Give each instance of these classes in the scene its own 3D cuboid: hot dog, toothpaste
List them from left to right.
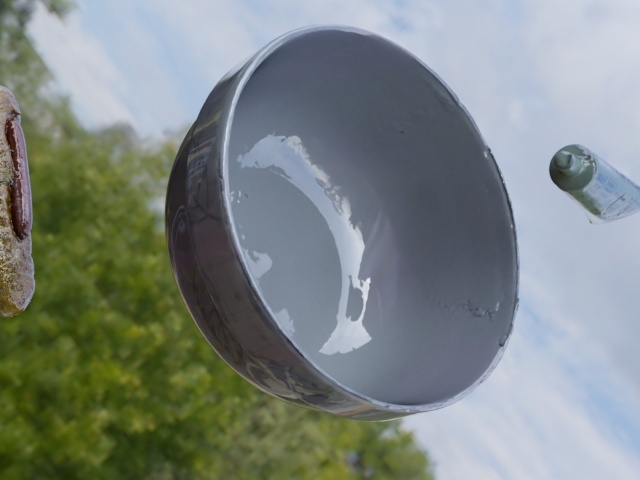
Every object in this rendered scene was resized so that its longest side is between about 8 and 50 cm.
[{"bbox_3d":[-0.282,-0.040,1.425,0.066,0.047,0.216,37,43,-70],"label":"hot dog"},{"bbox_3d":[0.279,-0.052,1.603,0.047,0.069,0.268,48,10,24],"label":"toothpaste"}]

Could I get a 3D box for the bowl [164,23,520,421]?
[{"bbox_3d":[0.000,0.000,1.165,0.143,0.287,0.287,-24,-76,45],"label":"bowl"}]
